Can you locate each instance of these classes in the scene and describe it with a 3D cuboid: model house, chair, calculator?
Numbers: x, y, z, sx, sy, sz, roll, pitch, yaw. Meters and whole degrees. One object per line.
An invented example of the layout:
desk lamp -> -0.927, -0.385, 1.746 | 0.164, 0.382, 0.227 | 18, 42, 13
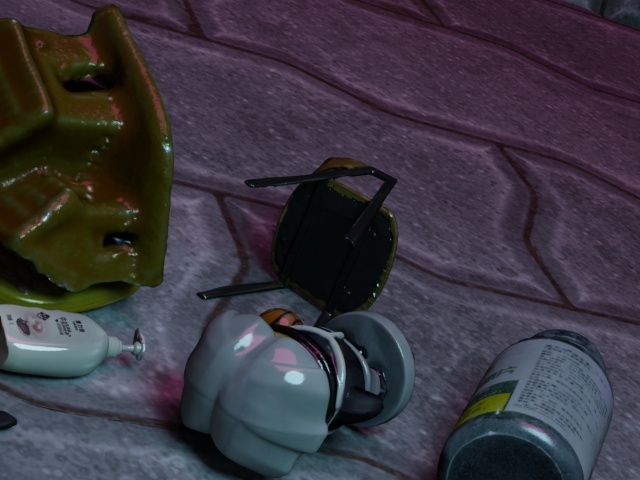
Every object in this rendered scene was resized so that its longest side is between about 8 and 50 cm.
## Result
model house -> -0.275, -0.081, 1.488 | 0.239, 0.173, 0.268 | -3, 56, -40
chair -> 0.000, 0.000, 1.705 | 0.172, 0.158, 0.247 | 33, 27, 20
calculator -> -0.264, 0.020, 1.570 | 0.146, 0.032, 0.235 | 38, 29, 24

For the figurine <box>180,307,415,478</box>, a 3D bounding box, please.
figurine -> -0.032, 0.129, 1.458 | 0.176, 0.133, 0.236 | 29, 21, 30

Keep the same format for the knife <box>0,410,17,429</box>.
knife -> -0.326, 0.157, 1.270 | 0.170, 0.010, 0.023 | -4, 38, -44

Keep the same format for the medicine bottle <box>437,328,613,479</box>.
medicine bottle -> 0.219, 0.187, 1.563 | 0.141, 0.141, 0.293 | 30, 25, 9

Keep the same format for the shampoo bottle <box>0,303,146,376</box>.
shampoo bottle -> -0.232, 0.097, 1.433 | 0.152, 0.045, 0.077 | 11, 28, -31
